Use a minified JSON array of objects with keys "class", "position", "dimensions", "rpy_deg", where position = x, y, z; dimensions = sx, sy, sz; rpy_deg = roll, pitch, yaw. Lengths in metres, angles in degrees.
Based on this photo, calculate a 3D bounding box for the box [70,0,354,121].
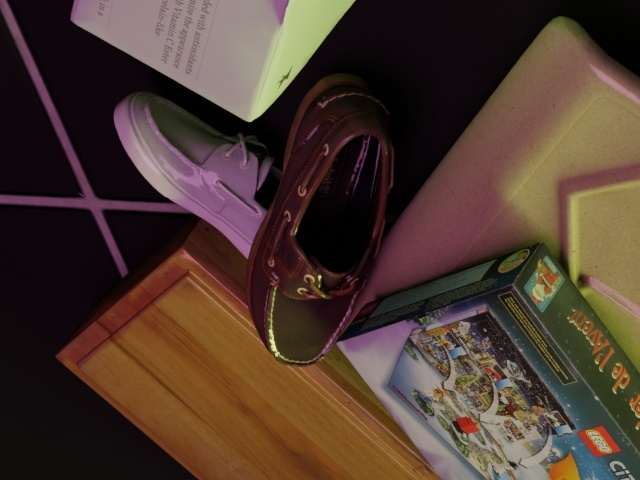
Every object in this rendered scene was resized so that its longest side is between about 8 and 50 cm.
[{"class":"box","position":[-0.023,-0.195,0.941],"dimensions":[0.119,0.182,0.181],"rpy_deg":[30,139,7]}]

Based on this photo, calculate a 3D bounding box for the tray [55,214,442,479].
[{"class":"tray","position":[0.017,0.161,1.342],"dimensions":[0.411,0.076,0.203],"rpy_deg":[41,139,-10]}]

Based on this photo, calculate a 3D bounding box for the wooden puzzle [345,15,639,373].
[{"class":"wooden puzzle","position":[0.214,0.054,1.114],"dimensions":[0.348,0.080,0.322],"rpy_deg":[38,139,2]}]

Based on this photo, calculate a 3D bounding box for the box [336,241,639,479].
[{"class":"box","position":[0.137,0.120,1.134],"dimensions":[0.159,0.044,0.233],"rpy_deg":[-22,111,46]}]

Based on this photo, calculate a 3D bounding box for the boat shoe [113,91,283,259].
[{"class":"boat shoe","position":[-0.053,-0.038,1.203],"dimensions":[0.184,0.066,0.063],"rpy_deg":[46,128,-12]}]

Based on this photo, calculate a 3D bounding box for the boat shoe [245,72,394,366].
[{"class":"boat shoe","position":[0.000,0.000,1.151],"dimensions":[0.073,0.073,0.207],"rpy_deg":[-1,124,-18]}]
